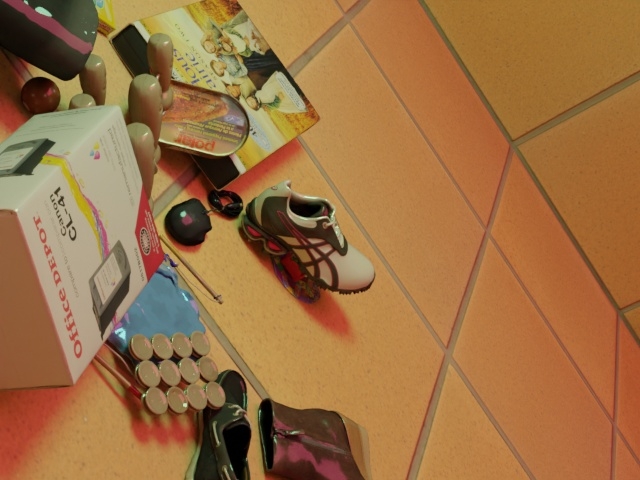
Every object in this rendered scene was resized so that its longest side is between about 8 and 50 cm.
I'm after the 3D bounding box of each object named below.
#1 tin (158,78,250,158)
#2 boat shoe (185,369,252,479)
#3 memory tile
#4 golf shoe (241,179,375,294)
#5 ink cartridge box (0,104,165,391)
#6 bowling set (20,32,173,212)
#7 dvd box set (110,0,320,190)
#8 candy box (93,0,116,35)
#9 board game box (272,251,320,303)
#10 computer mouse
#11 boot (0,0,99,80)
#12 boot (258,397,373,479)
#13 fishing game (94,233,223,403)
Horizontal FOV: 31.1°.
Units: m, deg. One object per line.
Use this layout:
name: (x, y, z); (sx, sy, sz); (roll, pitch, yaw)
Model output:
tin: (-0.205, -0.189, 1.806); (0.190, 0.040, 0.106); (14, 72, -19)
boat shoe: (-0.120, 0.262, 1.557); (0.084, 0.079, 0.233); (45, 27, -26)
memory tile: (-0.188, 0.174, 1.511); (0.148, 0.012, 0.113); (3, 62, -53)
golf shoe: (0.000, 0.000, 1.942); (0.273, 0.120, 0.105); (29, 37, -26)
ink cartridge box: (-0.310, 0.002, 1.330); (0.306, 0.131, 0.226); (-68, 149, -61)
bowling set: (-0.311, -0.169, 1.621); (0.287, 0.200, 0.154); (-83, 179, -47)
dvd box set: (-0.170, -0.278, 2.031); (0.307, 0.062, 0.420); (54, 25, -4)
candy box: (-0.383, -0.435, 1.851); (0.105, 0.027, 0.205); (32, 38, -52)
board game box: (-0.037, 0.027, 2.011); (0.133, 0.033, 0.168); (27, 40, -50)
computer mouse: (-0.173, -0.046, 1.823); (0.071, 0.041, 0.242); (59, 24, -2)
boot: (-0.475, -0.315, 1.396); (0.445, 0.146, 0.367); (36, 34, -40)
boot: (-0.001, 0.362, 1.701); (0.207, 0.090, 0.248); (20, 46, -38)
fishing game: (-0.235, 0.102, 1.552); (0.189, 0.041, 0.264); (46, 35, -16)
